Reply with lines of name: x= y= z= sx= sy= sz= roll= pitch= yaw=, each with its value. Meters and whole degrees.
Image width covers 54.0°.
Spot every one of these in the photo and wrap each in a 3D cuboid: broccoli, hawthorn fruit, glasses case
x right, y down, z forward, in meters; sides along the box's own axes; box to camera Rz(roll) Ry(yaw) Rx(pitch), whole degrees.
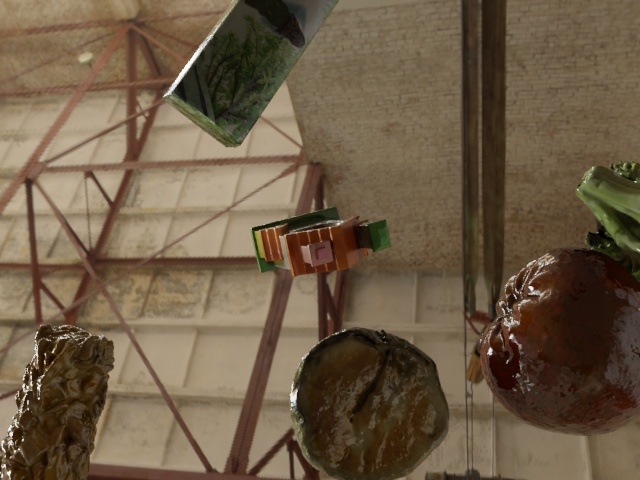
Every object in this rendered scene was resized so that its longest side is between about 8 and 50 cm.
broccoli: x=0.707 y=-0.057 z=1.412 sx=0.281 sy=0.348 sz=0.293 roll=35 pitch=-87 yaw=7
hawthorn fruit: x=0.546 y=0.233 z=1.321 sx=0.403 sy=0.402 sz=0.402 roll=-7 pitch=-133 yaw=8
glasses case: x=-0.057 y=-0.240 z=0.705 sx=0.272 sy=0.095 sz=0.062 roll=-58 pitch=-155 yaw=-11

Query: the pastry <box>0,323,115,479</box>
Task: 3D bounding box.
pastry: x=-0.324 y=0.228 z=0.758 sx=0.154 sy=0.103 sz=0.249 roll=-8 pitch=-113 yaw=58

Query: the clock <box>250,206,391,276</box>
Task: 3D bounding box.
clock: x=0.000 y=0.000 z=1.341 sx=0.220 sy=0.106 sz=0.255 roll=-16 pitch=-172 yaw=-23

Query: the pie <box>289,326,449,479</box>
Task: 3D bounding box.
pie: x=0.099 y=0.333 z=1.281 sx=0.340 sy=0.077 sz=0.338 roll=3 pitch=-102 yaw=-15
